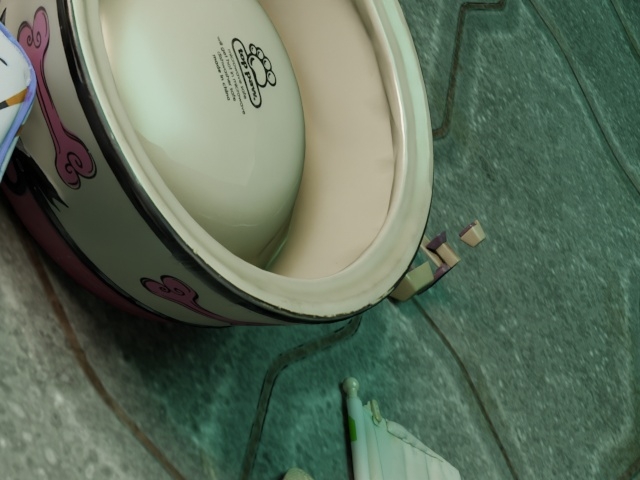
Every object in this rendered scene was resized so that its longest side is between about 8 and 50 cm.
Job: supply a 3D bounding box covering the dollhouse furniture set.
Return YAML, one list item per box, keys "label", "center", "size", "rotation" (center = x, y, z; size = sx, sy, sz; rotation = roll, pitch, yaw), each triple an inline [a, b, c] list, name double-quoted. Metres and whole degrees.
- label: "dollhouse furniture set"
  center: [0.096, 0.002, 1.682]
  size: [0.081, 0.091, 0.114]
  rotation: [50, 27, 7]

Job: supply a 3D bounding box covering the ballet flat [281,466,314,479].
- label: "ballet flat"
  center: [-0.004, 0.237, 1.273]
  size: [0.057, 0.052, 0.168]
  rotation: [47, 29, -32]

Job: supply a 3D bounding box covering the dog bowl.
- label: "dog bowl"
  center: [-0.091, -0.118, 1.257]
  size: [0.408, 0.150, 0.408]
  rotation: [27, 53, -44]

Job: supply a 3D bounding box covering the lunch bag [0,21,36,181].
- label: "lunch bag"
  center: [-0.303, -0.122, 0.976]
  size: [0.303, 0.115, 0.243]
  rotation: [49, 26, -27]

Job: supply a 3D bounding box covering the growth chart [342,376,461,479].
- label: "growth chart"
  center: [0.095, 0.246, 1.495]
  size: [0.237, 0.021, 0.172]
  rotation: [43, 32, -37]
